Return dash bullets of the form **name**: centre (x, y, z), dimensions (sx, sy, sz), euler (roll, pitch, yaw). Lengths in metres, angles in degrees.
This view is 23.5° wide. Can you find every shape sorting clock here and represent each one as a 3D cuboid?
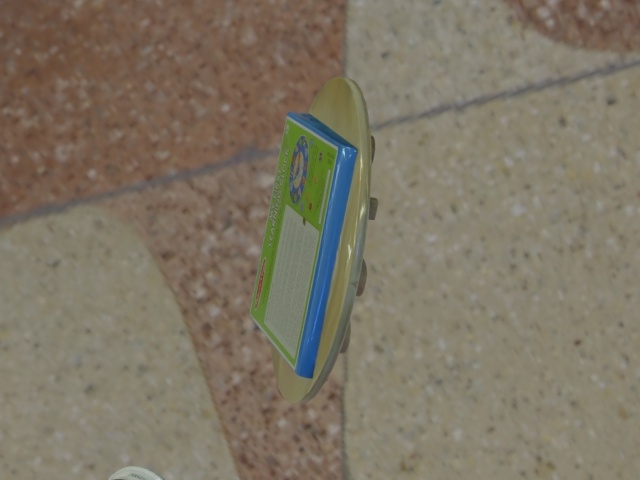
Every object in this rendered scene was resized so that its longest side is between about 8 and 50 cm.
- **shape sorting clock**: centre (0.000, 0.000, 0.966), dimensions (0.040, 0.206, 0.206), euler (7, 48, -18)

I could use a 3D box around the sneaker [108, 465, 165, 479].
- **sneaker**: centre (-0.132, 0.194, 0.785), dimensions (0.065, 0.076, 0.166), euler (18, 88, 20)
